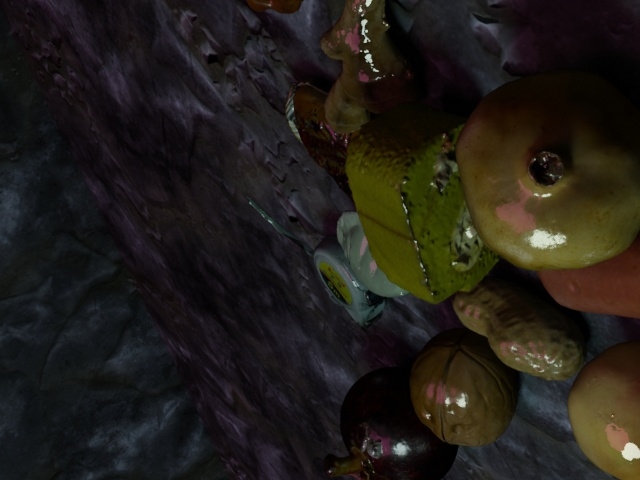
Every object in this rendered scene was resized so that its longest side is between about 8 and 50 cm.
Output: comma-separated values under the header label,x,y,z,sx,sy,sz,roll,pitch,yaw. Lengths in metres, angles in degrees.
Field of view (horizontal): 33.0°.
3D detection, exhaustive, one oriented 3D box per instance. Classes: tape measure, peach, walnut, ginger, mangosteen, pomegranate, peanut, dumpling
label,x,y,z,sx,sy,sz,roll,pitch,yaw
tape measure,0.001,0.000,1.927,0.330,0.084,0.164,49,154,17
peach,0.393,0.206,1.284,0.184,0.184,0.184,45,154,29
walnut,0.222,0.232,1.681,0.167,0.167,0.207,38,152,39
ginger,0.067,-0.256,1.462,0.148,0.081,0.334,27,145,24
mangosteen,0.116,0.355,1.914,0.235,0.261,0.235,43,151,32
pomegranate,0.257,-0.074,1.158,0.233,0.233,0.233,45,154,29
peanut,0.272,0.118,1.504,0.226,0.108,0.095,38,141,44
dumpling,0.111,0.011,1.714,0.219,0.108,0.153,24,123,35

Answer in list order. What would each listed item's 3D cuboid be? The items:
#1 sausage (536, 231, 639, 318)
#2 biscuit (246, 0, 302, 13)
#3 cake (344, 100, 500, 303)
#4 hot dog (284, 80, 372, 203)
label,x,y,z,sx,sy,sz,roll,pitch,yaw
sausage,0.349,0.033,1.242,0.259,0.113,0.114,5,124,61
biscuit,-0.080,-0.485,1.459,0.312,0.110,0.318,59,157,2
cake,0.153,-0.052,1.442,0.156,0.179,0.261,32,148,48
hot dog,0.036,-0.147,1.684,0.270,0.081,0.163,40,150,38
